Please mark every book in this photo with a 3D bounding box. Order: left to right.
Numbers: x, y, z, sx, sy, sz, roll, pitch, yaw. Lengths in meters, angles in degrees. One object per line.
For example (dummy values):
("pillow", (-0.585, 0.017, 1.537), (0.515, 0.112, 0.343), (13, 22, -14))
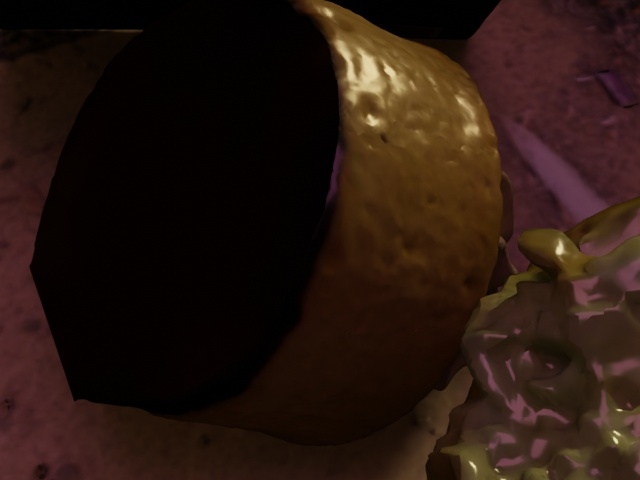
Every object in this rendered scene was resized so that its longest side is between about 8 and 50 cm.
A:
("book", (-0.051, -0.122, 0.666), (0.269, 0.191, 0.025), (2, 93, 1))

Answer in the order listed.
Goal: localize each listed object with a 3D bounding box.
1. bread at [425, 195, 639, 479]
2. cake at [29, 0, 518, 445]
("bread", (0.158, 0.104, 0.473), (0.238, 0.252, 0.196), (-13, 62, -2))
("cake", (0.000, 0.000, 0.598), (0.207, 0.178, 0.185), (-18, 62, 36))
